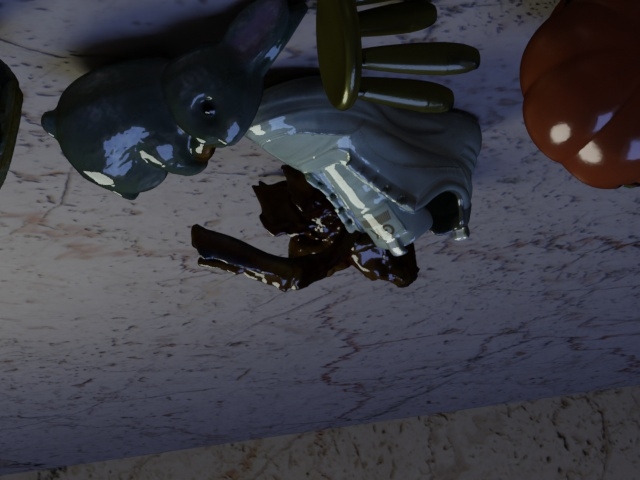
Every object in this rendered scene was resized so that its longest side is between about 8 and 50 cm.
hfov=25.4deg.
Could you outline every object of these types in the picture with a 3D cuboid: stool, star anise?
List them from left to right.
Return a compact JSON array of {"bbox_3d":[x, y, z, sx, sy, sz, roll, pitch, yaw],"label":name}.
[{"bbox_3d":[-0.005,-0.010,1.593,0.237,0.148,0.346,-25,165,41],"label":"star anise"},{"bbox_3d":[0.060,-0.166,1.172,0.111,0.135,0.134,-6,-152,-14],"label":"stool"}]

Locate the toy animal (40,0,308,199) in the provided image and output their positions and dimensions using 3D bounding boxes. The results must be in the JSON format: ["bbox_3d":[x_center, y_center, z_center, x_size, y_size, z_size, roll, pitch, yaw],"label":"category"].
[{"bbox_3d":[-0.115,-0.125,1.237,0.251,0.125,0.127,-25,-176,32],"label":"toy animal"}]

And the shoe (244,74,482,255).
[{"bbox_3d":[0.051,-0.062,1.428,0.316,0.159,0.124,4,161,-41],"label":"shoe"}]

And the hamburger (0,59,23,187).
[{"bbox_3d":[-0.341,-0.104,1.168,0.185,0.159,0.131,14,-177,38],"label":"hamburger"}]

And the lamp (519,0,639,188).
[{"bbox_3d":[0.267,-0.139,1.215,0.188,0.187,0.164,-3,164,-13],"label":"lamp"}]

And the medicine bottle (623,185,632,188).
[{"bbox_3d":[0.446,-0.127,1.508,0.309,0.076,0.111,-20,151,40],"label":"medicine bottle"}]
